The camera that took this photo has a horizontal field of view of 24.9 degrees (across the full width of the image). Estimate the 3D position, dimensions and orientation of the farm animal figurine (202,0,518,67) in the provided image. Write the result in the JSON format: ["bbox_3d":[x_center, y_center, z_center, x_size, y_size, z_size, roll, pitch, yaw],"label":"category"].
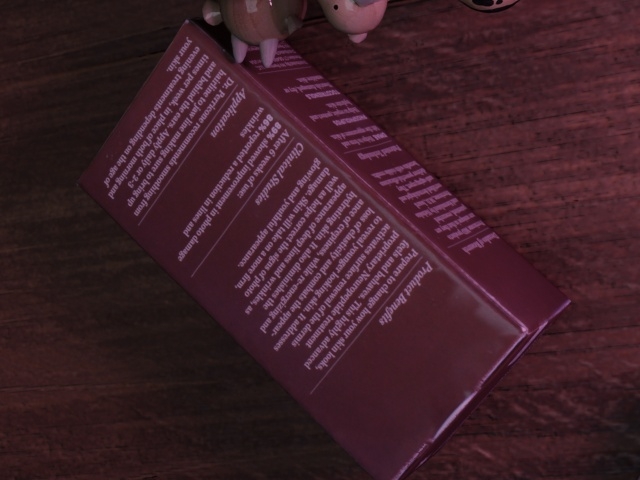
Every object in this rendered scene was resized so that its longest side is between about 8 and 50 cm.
[{"bbox_3d":[-0.031,-0.223,1.096,0.330,0.326,0.172,8,87,42],"label":"farm animal figurine"}]

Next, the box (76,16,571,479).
[{"bbox_3d":[0.000,0.000,1.223,0.381,0.143,0.191,45,115,14],"label":"box"}]

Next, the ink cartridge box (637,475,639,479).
[{"bbox_3d":[0.350,0.244,1.137,0.223,0.045,0.224,34,130,17],"label":"ink cartridge box"}]
